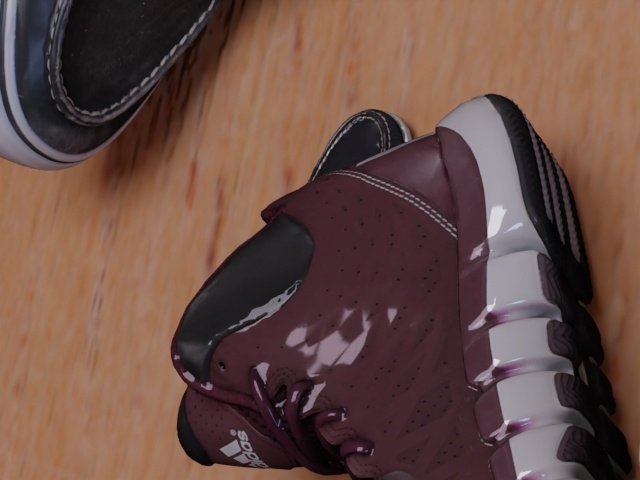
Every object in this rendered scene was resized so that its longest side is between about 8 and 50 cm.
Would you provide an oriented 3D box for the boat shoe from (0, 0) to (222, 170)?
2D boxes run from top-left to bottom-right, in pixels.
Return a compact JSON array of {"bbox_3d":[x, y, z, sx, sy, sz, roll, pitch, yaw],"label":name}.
[{"bbox_3d":[-0.046,-0.179,0.859,0.119,0.121,0.335,20,81,41],"label":"boat shoe"}]

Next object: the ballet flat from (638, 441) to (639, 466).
[{"bbox_3d":[0.153,0.125,0.605,0.139,0.139,0.400,-8,67,30],"label":"ballet flat"}]

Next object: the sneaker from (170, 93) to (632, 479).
[{"bbox_3d":[0.026,0.090,0.710,0.162,0.106,0.281,-17,54,17],"label":"sneaker"}]

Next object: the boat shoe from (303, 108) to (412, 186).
[{"bbox_3d":[0.000,0.000,0.810,0.046,0.038,0.125,21,84,37],"label":"boat shoe"}]
